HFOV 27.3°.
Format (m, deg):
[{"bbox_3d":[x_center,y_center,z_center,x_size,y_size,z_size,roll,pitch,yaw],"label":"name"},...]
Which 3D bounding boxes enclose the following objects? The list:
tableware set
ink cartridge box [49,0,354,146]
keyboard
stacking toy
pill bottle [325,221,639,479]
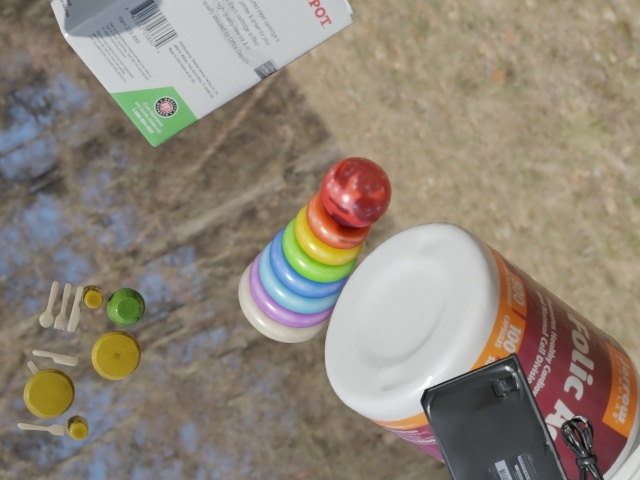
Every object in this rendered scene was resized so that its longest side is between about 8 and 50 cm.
[{"bbox_3d":[-0.226,0.115,1.261,0.024,0.104,0.154,-162,85,-70],"label":"tableware set"},{"bbox_3d":[-0.136,-0.276,1.522,0.211,0.289,0.121,55,-175,-48],"label":"ink cartridge box"},{"bbox_3d":[0.152,0.172,0.941,0.023,0.108,0.180,40,-152,-76],"label":"keyboard"},{"bbox_3d":[0.000,0.000,1.744,0.330,0.141,0.141,-59,44,51],"label":"stacking toy"},{"bbox_3d":[0.212,0.163,1.455,0.392,0.224,0.224,34,-153,-34],"label":"pill bottle"}]
